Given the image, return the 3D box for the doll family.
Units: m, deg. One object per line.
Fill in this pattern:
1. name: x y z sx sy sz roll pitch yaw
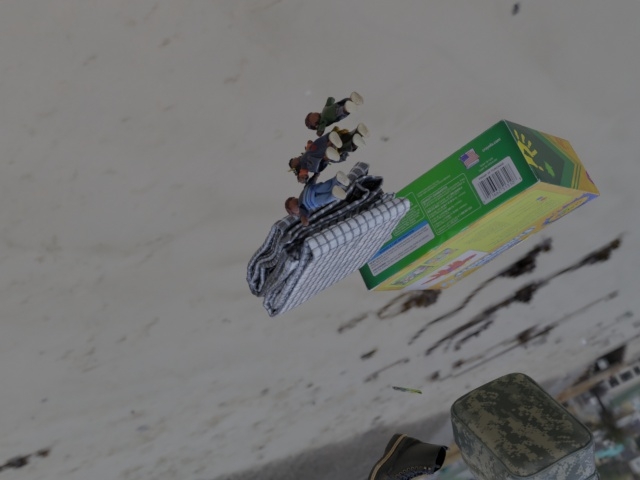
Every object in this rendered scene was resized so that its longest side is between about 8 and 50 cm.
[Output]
1. doll family: 0.001 -0.108 1.237 0.111 0.076 0.193 -16 -142 45

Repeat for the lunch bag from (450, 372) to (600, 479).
1. lunch bag: 0.424 0.461 1.926 0.213 0.305 0.256 -22 120 -16

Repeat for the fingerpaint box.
1. fingerpaint box: 0.332 -0.063 2.040 0.445 0.163 0.371 -35 159 29

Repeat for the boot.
1. boot: 0.192 0.522 2.060 0.137 0.198 0.077 3 142 39

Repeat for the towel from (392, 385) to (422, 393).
1. towel: 0.191 0.329 2.039 0.060 0.009 0.083 10 172 -2

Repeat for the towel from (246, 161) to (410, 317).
1. towel: 0.000 0.000 1.657 0.235 0.121 0.283 -29 165 -27
